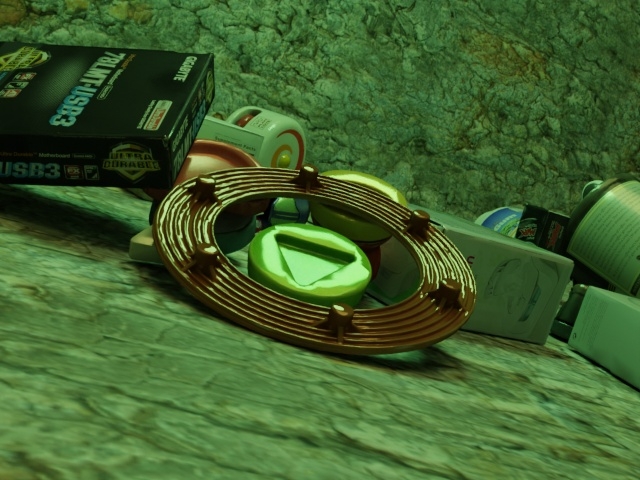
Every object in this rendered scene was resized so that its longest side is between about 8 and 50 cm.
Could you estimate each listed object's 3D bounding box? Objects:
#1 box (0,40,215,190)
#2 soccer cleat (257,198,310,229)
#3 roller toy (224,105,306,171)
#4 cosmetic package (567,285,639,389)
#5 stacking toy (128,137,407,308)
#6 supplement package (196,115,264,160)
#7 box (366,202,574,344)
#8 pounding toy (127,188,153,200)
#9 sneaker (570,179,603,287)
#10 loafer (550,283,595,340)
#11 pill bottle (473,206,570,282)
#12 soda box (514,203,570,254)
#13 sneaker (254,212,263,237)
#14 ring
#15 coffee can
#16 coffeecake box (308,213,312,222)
[{"bbox_3d":[-0.292,-0.156,1.050,0.293,0.073,0.295,2,31,3],"label":"box"},{"bbox_3d":[-0.145,-0.087,1.505,0.289,0.093,0.121,22,13,35],"label":"soccer cleat"},{"bbox_3d":[-0.129,-0.190,1.946,0.146,0.191,0.209,22,8,31],"label":"roller toy"},{"bbox_3d":[0.551,0.176,1.112,0.377,0.097,0.284,15,10,-17],"label":"cosmetic package"},{"bbox_3d":[-0.070,0.016,1.016,0.309,0.130,0.279,14,33,1],"label":"stacking toy"},{"bbox_3d":[-0.260,-0.180,1.737,0.204,0.145,0.262,14,8,-26],"label":"supplement package"},{"bbox_3d":[0.159,0.025,1.199,0.231,0.127,0.262,12,9,-33],"label":"box"},{"bbox_3d":[-0.252,-0.116,1.418,0.141,0.100,0.130,13,8,-34],"label":"pounding toy"},{"bbox_3d":[0.524,0.022,1.642,0.147,0.296,0.104,2,-20,-40],"label":"sneaker"},{"bbox_3d":[0.417,0.107,1.355,0.096,0.084,0.267,20,7,23],"label":"loafer"},{"bbox_3d":[0.402,0.012,1.808,0.152,0.152,0.272,16,6,-13],"label":"pill bottle"},{"bbox_3d":[0.341,0.030,1.430,0.060,0.169,0.053,12,8,-38],"label":"soda box"},{"bbox_3d":[-0.111,-0.025,1.291,0.067,0.042,0.118,12,6,-15],"label":"sneaker"},{"bbox_3d":[0.000,0.000,0.899,0.336,0.032,0.336,13,28,-7],"label":"ring"},{"bbox_3d":[0.549,0.045,1.426,0.201,0.201,0.275,10,25,-47],"label":"coffee can"},{"bbox_3d":[0.047,-0.053,1.800,0.142,0.068,0.185,13,8,-33],"label":"coffeecake box"}]
